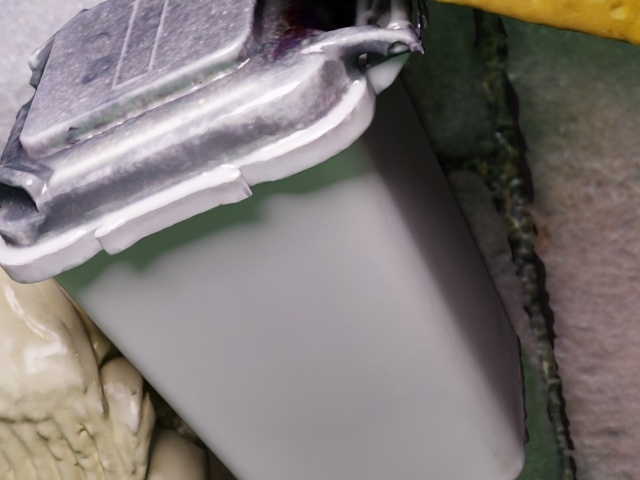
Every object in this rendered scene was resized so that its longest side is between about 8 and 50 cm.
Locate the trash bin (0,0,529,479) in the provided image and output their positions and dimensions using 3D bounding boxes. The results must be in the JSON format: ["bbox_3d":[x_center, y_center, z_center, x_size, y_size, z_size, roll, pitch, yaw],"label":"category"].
[{"bbox_3d":[0.000,0.000,1.129,0.296,0.256,0.368,-23,120,16],"label":"trash bin"}]

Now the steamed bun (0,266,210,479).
[{"bbox_3d":[-0.218,0.133,1.222,0.289,0.203,0.276,27,115,-17],"label":"steamed bun"}]

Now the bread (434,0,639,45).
[{"bbox_3d":[0.145,-0.180,0.986,0.361,0.233,0.245,-14,118,26],"label":"bread"}]

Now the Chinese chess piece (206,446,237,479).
[{"bbox_3d":[-0.089,0.276,1.398,0.249,0.103,0.250,5,121,9],"label":"Chinese chess piece"}]
